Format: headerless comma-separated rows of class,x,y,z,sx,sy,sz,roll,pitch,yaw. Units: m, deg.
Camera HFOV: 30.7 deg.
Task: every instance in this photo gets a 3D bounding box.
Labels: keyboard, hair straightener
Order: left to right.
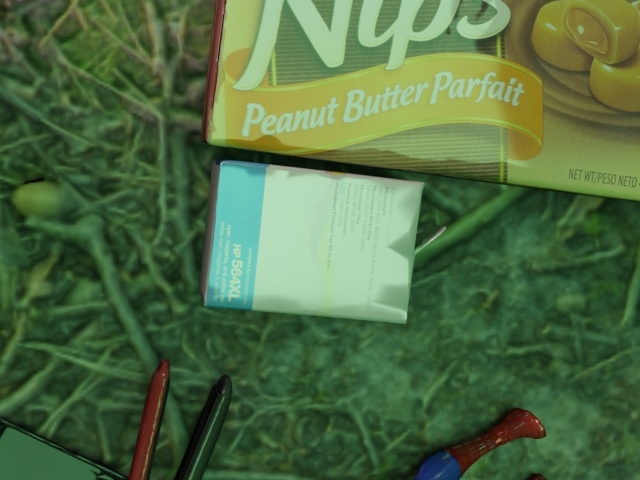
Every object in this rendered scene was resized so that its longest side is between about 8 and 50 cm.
keyboard,-0.162,0.199,0.766,0.180,0.023,0.108,28,83,-9
hair straightener,-0.089,0.196,0.744,0.089,0.047,0.230,14,86,-11

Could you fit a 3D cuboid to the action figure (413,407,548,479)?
action figure,0.040,0.207,0.719,0.280,0.139,0.091,-25,101,-13

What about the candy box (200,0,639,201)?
candy box,0.091,-0.131,0.745,0.317,0.087,0.182,7,93,-8

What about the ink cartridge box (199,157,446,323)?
ink cartridge box,0.000,0.000,0.739,0.143,0.092,0.089,7,94,-8
